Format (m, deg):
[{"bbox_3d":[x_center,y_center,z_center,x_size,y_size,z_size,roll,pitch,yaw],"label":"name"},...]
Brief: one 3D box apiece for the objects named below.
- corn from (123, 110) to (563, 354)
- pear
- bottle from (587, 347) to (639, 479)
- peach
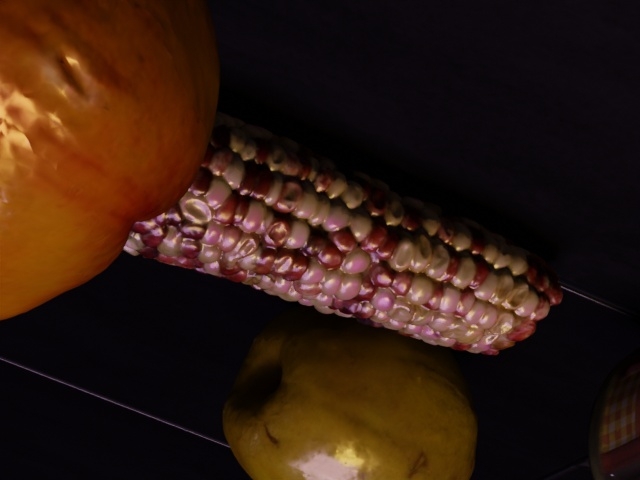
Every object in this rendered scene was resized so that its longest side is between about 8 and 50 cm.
[{"bbox_3d":[0.000,0.000,1.032,0.280,0.092,0.092,22,154,-15],"label":"corn"},{"bbox_3d":[0.024,0.109,1.173,0.162,0.148,0.149,19,156,-24],"label":"pear"},{"bbox_3d":[0.264,0.090,0.996,0.156,0.143,0.271,23,153,-14],"label":"bottle"},{"bbox_3d":[-0.180,-0.092,0.785,0.281,0.238,0.281,33,166,9],"label":"peach"}]
